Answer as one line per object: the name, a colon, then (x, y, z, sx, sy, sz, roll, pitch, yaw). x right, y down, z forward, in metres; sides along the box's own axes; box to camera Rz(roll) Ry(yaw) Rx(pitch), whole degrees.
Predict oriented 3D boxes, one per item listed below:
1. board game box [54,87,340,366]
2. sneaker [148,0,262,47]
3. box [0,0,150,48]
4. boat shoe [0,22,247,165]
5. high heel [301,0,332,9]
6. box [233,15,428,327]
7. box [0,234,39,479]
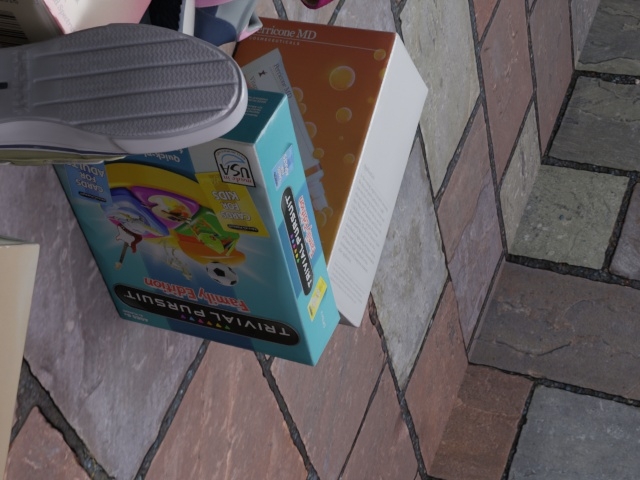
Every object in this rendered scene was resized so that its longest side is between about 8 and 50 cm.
board game box: (-0.133, -0.022, 1.303, 0.336, 0.254, 0.079, 76, 33, -46)
sneaker: (-0.090, -0.323, 1.290, 0.131, 0.112, 0.319, -14, 155, -27)
box: (-0.230, -0.268, 1.119, 0.148, 0.127, 0.232, 67, 40, -54)
boat shoe: (-0.207, -0.115, 1.046, 0.094, 0.302, 0.109, 65, 26, -72)
high heel: (-0.038, -0.435, 1.303, 0.377, 0.127, 0.181, 55, 47, -33)
box: (-0.022, -0.090, 1.593, 0.168, 0.215, 0.345, 47, 56, -63)
box: (-0.343, 0.141, 1.017, 0.121, 0.148, 0.311, -1, 102, -68)
